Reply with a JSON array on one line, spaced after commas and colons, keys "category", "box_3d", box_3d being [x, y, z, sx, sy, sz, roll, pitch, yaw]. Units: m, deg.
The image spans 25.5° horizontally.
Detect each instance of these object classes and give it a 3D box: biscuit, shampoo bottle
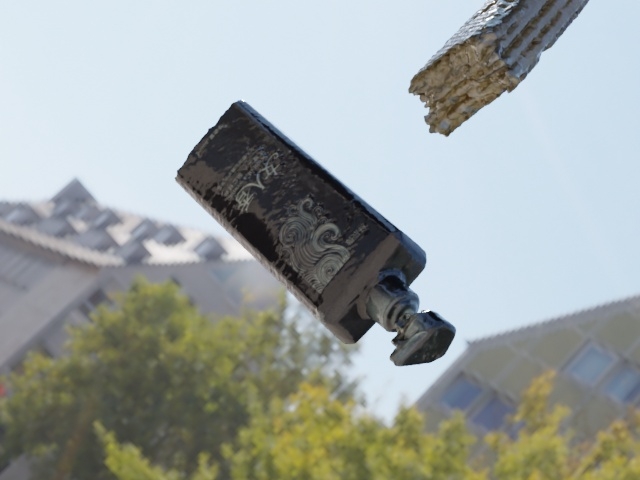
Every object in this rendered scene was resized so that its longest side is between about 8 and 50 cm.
[{"category": "biscuit", "box_3d": [0.168, -0.185, 1.245, 0.062, 0.239, 0.108, 48, -44, -7]}, {"category": "shampoo bottle", "box_3d": [0.001, 0.000, 1.152, 0.309, 0.098, 0.071, 42, -2, 39]}]
